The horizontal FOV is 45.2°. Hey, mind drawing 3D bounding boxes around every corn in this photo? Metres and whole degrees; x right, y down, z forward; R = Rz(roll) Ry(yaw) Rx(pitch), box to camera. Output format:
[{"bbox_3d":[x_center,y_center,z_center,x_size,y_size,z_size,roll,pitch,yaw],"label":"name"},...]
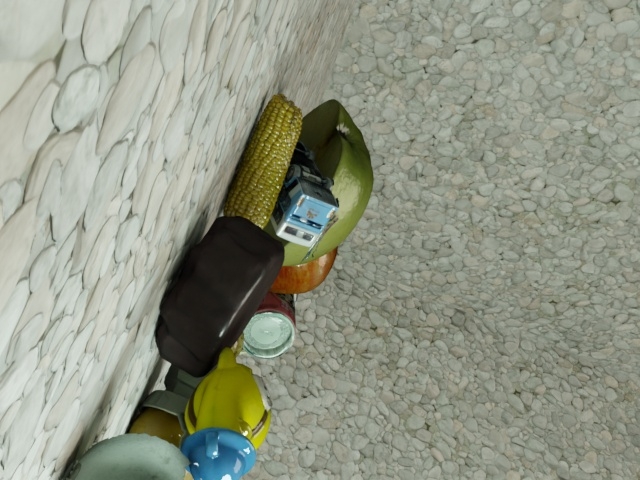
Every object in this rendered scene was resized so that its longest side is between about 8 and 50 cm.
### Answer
[{"bbox_3d":[-0.110,-0.149,1.543,0.106,0.106,0.293,-85,-161,-86],"label":"corn"}]

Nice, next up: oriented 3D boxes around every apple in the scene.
[{"bbox_3d":[-0.032,-0.131,1.793,0.360,0.320,0.312,-42,170,30],"label":"apple"},{"bbox_3d":[-0.086,0.021,2.210,0.301,0.302,0.301,-158,-90,-89],"label":"apple"}]

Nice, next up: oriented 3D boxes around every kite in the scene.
[{"bbox_3d":[0.000,0.000,1.623,0.139,0.011,0.156,-47,172,-30],"label":"kite"}]

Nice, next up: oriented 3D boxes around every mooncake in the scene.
[{"bbox_3d":[-0.182,0.093,1.339,0.283,0.141,0.283,-60,176,-7],"label":"mooncake"}]

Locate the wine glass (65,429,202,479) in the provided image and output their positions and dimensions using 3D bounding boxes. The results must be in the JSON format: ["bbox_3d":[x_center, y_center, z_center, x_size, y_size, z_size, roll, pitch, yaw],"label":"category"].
[{"bbox_3d":[-0.289,0.427,1.087,0.190,0.191,0.357,-70,-174,-50],"label":"wine glass"}]

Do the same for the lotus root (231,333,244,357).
[{"bbox_3d":[-0.270,0.260,1.969,0.214,0.138,0.138,-50,-166,44],"label":"lotus root"}]

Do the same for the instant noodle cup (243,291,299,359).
[{"bbox_3d":[-0.166,0.217,2.279,0.255,0.244,0.244,-110,-141,-65],"label":"instant noodle cup"}]

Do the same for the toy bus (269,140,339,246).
[{"bbox_3d":[-0.061,-0.120,1.640,0.131,0.106,0.297,-58,-149,20],"label":"toy bus"}]

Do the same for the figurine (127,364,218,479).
[{"bbox_3d":[-0.281,0.371,1.479,0.285,0.167,0.342,-63,180,-34],"label":"figurine"}]

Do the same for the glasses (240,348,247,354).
[{"bbox_3d":[-0.296,0.322,2.435,0.239,0.207,0.102,132,-56,-82],"label":"glasses"}]

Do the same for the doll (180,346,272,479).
[{"bbox_3d":[-0.151,0.275,1.216,0.363,0.145,0.199,-129,-148,-89],"label":"doll"}]
